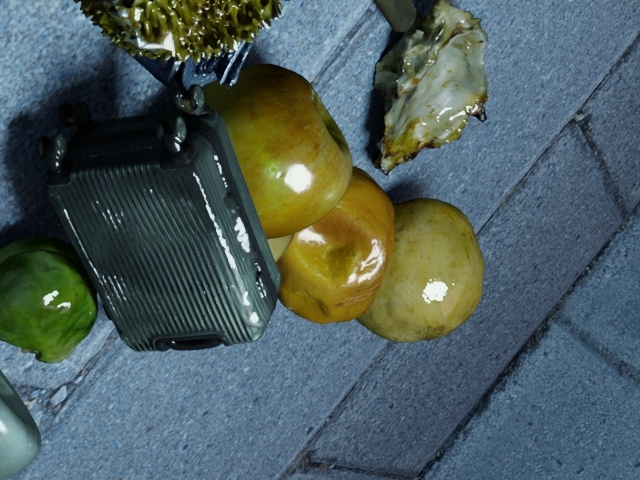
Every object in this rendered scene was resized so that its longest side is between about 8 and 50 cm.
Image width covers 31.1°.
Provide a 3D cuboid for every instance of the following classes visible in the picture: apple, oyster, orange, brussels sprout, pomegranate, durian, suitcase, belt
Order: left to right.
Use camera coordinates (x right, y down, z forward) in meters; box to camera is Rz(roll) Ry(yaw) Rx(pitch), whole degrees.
[{"bbox_3d":[-0.331,0.070,1.360,0.145,0.131,0.183,-46,152,3],"label":"brussels sprout"},{"bbox_3d":[-0.174,-0.017,1.311,0.128,0.202,0.312,-73,150,-51],"label":"suitcase"},{"bbox_3d":[-0.131,-0.314,1.058,0.258,0.258,0.292,-23,140,-45],"label":"durian"},{"bbox_3d":[-0.110,-0.269,1.259,0.122,0.128,0.218,-8,133,-55],"label":"belt"},{"bbox_3d":[-0.080,-0.107,1.445,0.208,0.236,0.237,-28,159,13],"label":"apple"},{"bbox_3d":[0.000,0.000,1.762,0.249,0.183,0.248,-167,-90,-77],"label":"orange"},{"bbox_3d":[0.159,0.055,2.015,0.260,0.260,0.260,-38,153,-24],"label":"pomegranate"},{"bbox_3d":[0.151,-0.237,1.789,0.221,0.096,0.361,-39,154,-10],"label":"oyster"}]

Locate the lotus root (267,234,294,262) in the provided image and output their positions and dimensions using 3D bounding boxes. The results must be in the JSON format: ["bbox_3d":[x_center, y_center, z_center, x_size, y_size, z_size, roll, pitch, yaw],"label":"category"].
[{"bbox_3d":[-0.151,0.024,1.601,0.303,0.131,0.146,-44,132,-15],"label":"lotus root"}]

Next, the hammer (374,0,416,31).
[{"bbox_3d":[0.044,-0.374,1.478,0.168,0.044,0.440,-49,156,2],"label":"hammer"}]

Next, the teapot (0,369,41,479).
[{"bbox_3d":[-0.494,0.217,1.287,0.285,0.305,0.223,-37,117,-11],"label":"teapot"}]
